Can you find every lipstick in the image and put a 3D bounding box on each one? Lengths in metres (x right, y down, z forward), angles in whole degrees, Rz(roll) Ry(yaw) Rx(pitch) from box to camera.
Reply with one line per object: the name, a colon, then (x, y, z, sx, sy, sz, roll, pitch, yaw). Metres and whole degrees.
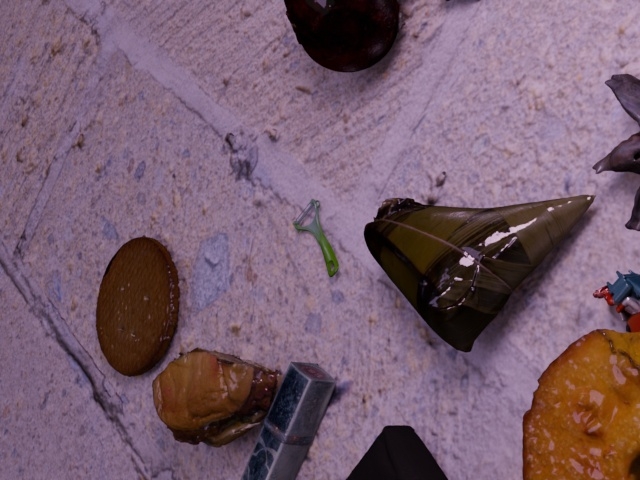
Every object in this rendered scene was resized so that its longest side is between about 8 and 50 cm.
lipstick: (-0.066, 0.360, 2.069, 0.077, 0.076, 0.290, 35, 108, 43)

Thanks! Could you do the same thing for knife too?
knife: (0.002, 0.000, 2.119, 0.078, 0.022, 0.166, -55, 46, 31)

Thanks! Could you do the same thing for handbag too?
handbag: (0.117, 0.444, 1.855, 0.223, 0.080, 0.247, -55, 47, 23)

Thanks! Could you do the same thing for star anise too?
star anise: (0.497, -0.113, 1.571, 0.316, 0.139, 0.359, 61, 139, 44)

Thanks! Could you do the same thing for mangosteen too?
mangosteen: (0.069, -0.424, 2.030, 0.261, 0.235, 0.235, -21, 61, 5)

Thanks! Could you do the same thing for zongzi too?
zongzi: (0.241, -0.026, 1.818, 0.317, 0.154, 0.289, -43, 46, 6)

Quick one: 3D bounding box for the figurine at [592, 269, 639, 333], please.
figurine: (0.447, 0.106, 1.602, 0.075, 0.068, 0.140, -50, 56, 29)

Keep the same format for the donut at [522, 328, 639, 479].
donut: (0.447, 0.339, 1.462, 0.435, 0.163, 0.378, 45, 117, 35)

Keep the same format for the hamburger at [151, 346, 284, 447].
hamburger: (-0.196, 0.289, 2.161, 0.282, 0.155, 0.245, 35, 106, 48)

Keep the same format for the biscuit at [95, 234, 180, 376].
biscuit: (-0.390, 0.141, 2.488, 0.305, 0.038, 0.305, -13, 72, 46)
